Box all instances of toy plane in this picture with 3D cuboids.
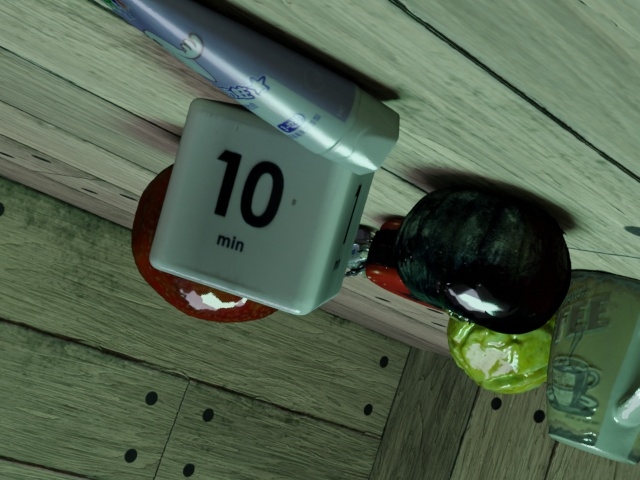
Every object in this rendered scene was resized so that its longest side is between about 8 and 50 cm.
[{"bbox_3d":[0.081,0.027,1.957,0.053,0.078,0.197,28,154,-38],"label":"toy plane"}]

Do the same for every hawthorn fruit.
[{"bbox_3d":[-0.160,-0.004,1.638,0.275,0.275,0.300,25,162,-38],"label":"hawthorn fruit"}]

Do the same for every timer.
[{"bbox_3d":[-0.059,-0.043,1.214,0.192,0.195,0.194,18,-171,10],"label":"timer"}]

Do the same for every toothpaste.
[{"bbox_3d":[-0.089,-0.179,0.998,0.371,0.080,0.125,30,179,-24],"label":"toothpaste"}]

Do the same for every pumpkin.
[{"bbox_3d":[0.205,0.028,1.341,0.233,0.163,0.233,21,173,3],"label":"pumpkin"}]

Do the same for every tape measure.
[{"bbox_3d":[0.202,0.057,1.719,0.260,0.114,0.253,12,169,41],"label":"tape measure"}]

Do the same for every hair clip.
[{"bbox_3d":[0.000,0.000,1.936,0.106,0.084,0.292,9,175,-43],"label":"hair clip"}]

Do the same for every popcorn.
[{"bbox_3d":[0.341,0.179,1.937,0.204,0.183,0.221,-19,122,28],"label":"popcorn"}]

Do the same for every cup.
[{"bbox_3d":[0.458,0.196,1.572,0.227,0.257,0.301,17,171,-5],"label":"cup"}]

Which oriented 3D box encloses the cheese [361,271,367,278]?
[{"bbox_3d":[0.249,0.103,2.222,0.400,0.034,0.085,11,169,46],"label":"cheese"}]
